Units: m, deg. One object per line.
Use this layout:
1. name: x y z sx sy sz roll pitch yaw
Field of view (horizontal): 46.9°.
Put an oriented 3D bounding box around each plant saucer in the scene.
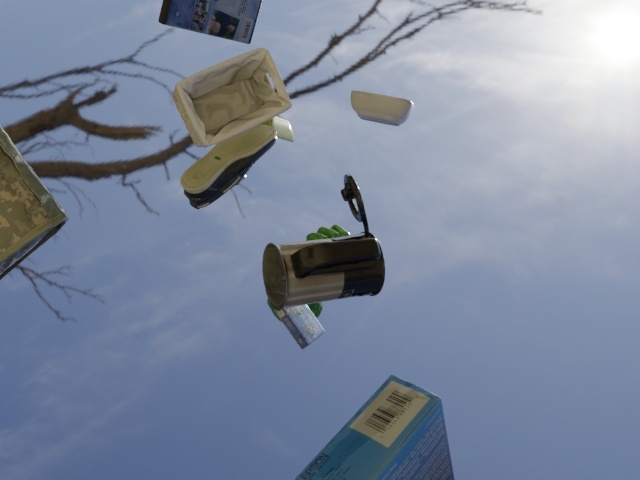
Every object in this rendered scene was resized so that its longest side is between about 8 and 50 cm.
1. plant saucer: -0.159 -0.302 1.765 0.188 0.188 0.045 29 -81 12

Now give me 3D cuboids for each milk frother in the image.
1. milk frother: 0.000 0.000 0.915 0.134 0.129 0.143 -7 -124 -24

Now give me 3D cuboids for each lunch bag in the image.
1. lunch bag: -0.525 -0.056 1.075 0.287 0.235 0.169 -32 -175 32

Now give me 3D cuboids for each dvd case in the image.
1. dvd case: -0.198 -0.491 1.436 0.022 0.181 0.253 27 -161 29

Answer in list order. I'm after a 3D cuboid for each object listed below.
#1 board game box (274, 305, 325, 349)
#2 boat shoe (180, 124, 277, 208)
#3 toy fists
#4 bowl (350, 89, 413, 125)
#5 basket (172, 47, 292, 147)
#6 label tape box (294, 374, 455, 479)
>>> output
1. board game box: -0.037 0.151 1.377 0.020 0.090 0.090 -37 -95 22
2. boat shoe: -0.180 -0.154 1.492 0.084 0.079 0.233 34 -116 33
3. toy fists: -0.016 0.081 1.753 0.279 0.142 0.096 -47 -155 -23
4. bowl: 0.135 -0.296 1.664 0.142 0.142 0.053 13 -86 8
5. basket: -0.151 -0.232 1.223 0.167 0.113 0.103 -27 -171 -16
6. label tape box: 0.110 0.435 1.213 0.115 0.348 0.249 20 -133 37
